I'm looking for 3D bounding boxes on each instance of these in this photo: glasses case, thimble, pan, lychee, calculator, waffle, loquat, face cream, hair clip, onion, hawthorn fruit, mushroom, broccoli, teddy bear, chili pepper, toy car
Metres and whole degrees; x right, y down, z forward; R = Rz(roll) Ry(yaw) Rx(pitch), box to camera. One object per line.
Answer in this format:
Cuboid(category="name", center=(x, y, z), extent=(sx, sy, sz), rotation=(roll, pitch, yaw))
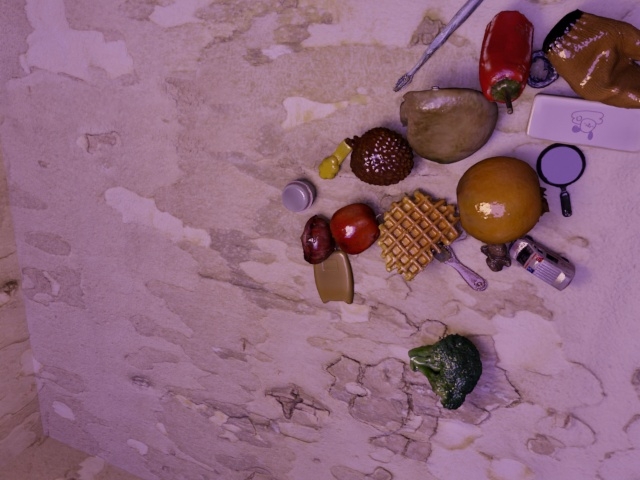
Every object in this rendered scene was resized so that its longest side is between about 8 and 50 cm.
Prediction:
Cuboid(category="glasses case", center=(0.759, -0.337, 1.481), extent=(0.313, 0.070, 0.131), rotation=(13, 114, 18))
Cuboid(category="thimble", center=(0.627, -0.488, 1.485), extent=(0.095, 0.066, 0.104), rotation=(-35, 90, 29))
Cuboid(category="pan", center=(0.736, -0.180, 1.575), extent=(0.136, 0.028, 0.234), rotation=(-8, 106, 26))
Cuboid(category="lychee", center=(0.186, -0.272, 1.683), extent=(0.239, 0.200, 0.200), rotation=(28, 118, 3))
Cuboid(category="calculator", center=(0.047, 0.139, 1.986), extent=(0.157, 0.033, 0.236), rotation=(-2, 107, 25))
Cuboid(category="waffle", center=(0.330, -0.017, 1.718), extent=(0.284, 0.065, 0.309), rotation=(3, 88, 4))
Cuboid(category="loquat", center=(0.543, -0.115, 1.554), extent=(0.275, 0.275, 0.274), rotation=(8, 112, 20))
Cuboid(category="face cream", center=(-0.077, -0.163, 1.882), extent=(0.117, 0.104, 0.117), rotation=(8, 112, 21))
Cuboid(category="hair clip", center=(0.052, -0.277, 1.818), extent=(0.072, 0.046, 0.173), rotation=(48, 122, 5))
Cuboid(category="onion", center=(0.000, 0.000, 1.891), extent=(0.147, 0.184, 0.183), rotation=(0, 114, -17))
Cuboid(category="hawthorn fruit", center=(0.133, -0.053, 1.803), extent=(0.201, 0.179, 0.179), rotation=(-33, 95, 13))
Cuboid(category="mushroom", center=(0.358, -0.347, 1.550), extent=(0.292, 0.217, 0.211), rotation=(18, 95, 21))
Cuboid(category="broccoli", center=(0.437, 0.448, 1.819), extent=(0.246, 0.265, 0.294), rotation=(1, 134, 37))
Cuboid(category="teddy bear", center=(0.573, 0.035, 1.689), extent=(0.119, 0.078, 0.160), rotation=(39, 163, 38))
Cuboid(category="chili pepper", center=(0.504, -0.450, 1.423), extent=(0.131, 0.135, 0.337), rotation=(-14, 62, 51))
Cuboid(category="toy car", center=(0.694, 0.071, 1.642), extent=(0.210, 0.108, 0.089), rotation=(34, 121, 10))

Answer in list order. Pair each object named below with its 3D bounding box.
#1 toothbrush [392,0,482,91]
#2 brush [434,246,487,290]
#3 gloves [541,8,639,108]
Cuboid(category="toothbrush", center=(0.364, -0.607, 1.567), extent=(0.035, 0.042, 0.413), rotation=(45, 117, 2))
Cuboid(category="brush", center=(0.442, 0.072, 1.778), extent=(0.313, 0.067, 0.072), rotation=(42, 119, 1))
Cuboid(category="gloves", center=(0.766, -0.466, 1.376), extent=(0.356, 0.155, 0.203), rotation=(39, 100, 8))
